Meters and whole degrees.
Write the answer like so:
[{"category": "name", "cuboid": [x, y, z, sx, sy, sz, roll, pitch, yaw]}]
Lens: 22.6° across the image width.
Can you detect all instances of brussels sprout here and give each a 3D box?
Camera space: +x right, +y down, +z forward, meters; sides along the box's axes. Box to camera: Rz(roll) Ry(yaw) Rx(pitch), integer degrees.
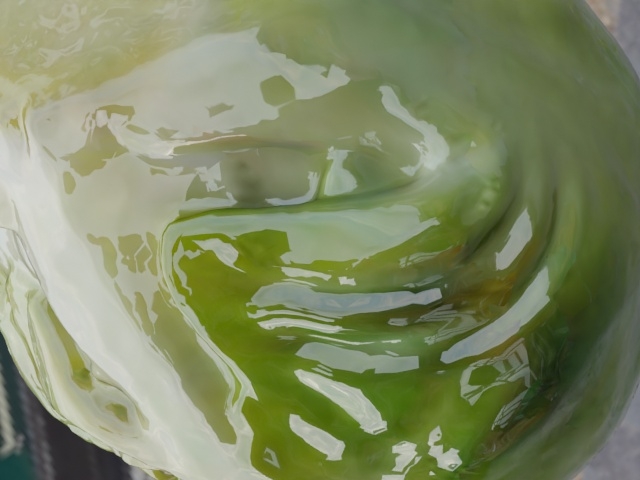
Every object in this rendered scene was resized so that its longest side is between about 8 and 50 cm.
[{"category": "brussels sprout", "cuboid": [0.000, 0.000, 0.706, 0.268, 0.344, 0.344, -123, 21, -51]}]
